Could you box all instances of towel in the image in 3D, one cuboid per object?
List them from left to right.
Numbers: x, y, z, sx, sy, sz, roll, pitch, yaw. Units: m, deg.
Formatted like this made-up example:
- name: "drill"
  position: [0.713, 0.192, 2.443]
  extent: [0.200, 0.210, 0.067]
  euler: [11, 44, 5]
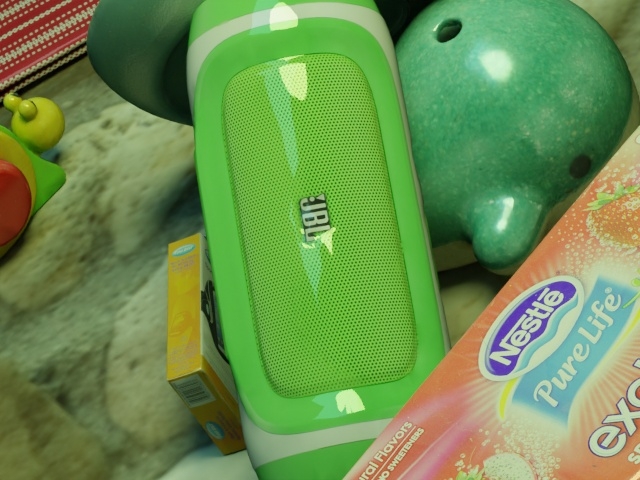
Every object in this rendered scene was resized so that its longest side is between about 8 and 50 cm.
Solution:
- name: "towel"
  position: [-0.258, -0.225, 1.631]
  extent: [0.199, 0.031, 0.275]
  euler: [-31, 43, -3]

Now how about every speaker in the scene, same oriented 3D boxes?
- name: "speaker"
  position: [0.000, 0.000, 1.084]
  extent: [0.131, 0.131, 0.296]
  euler: [-14, 76, 18]

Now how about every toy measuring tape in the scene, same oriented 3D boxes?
- name: "toy measuring tape"
  position: [-0.312, 0.004, 1.372]
  extent: [0.121, 0.121, 0.330]
  euler: [23, 64, 43]

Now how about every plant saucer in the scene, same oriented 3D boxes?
- name: "plant saucer"
  position: [0.005, -0.151, 1.223]
  extent: [0.318, 0.317, 0.043]
  euler: [-24, 71, 9]

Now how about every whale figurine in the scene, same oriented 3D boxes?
- name: "whale figurine"
  position: [0.067, -0.058, 1.186]
  extent: [0.272, 0.141, 0.216]
  euler: [-34, 41, 1]

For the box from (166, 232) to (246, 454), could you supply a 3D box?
- name: "box"
  position: [-0.070, 0.060, 1.196]
  extent: [0.028, 0.081, 0.136]
  euler: [-20, 41, 13]

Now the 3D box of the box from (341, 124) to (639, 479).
- name: "box"
  position: [0.158, 0.101, 0.972]
  extent: [0.154, 0.142, 0.300]
  euler: [23, 64, 44]
